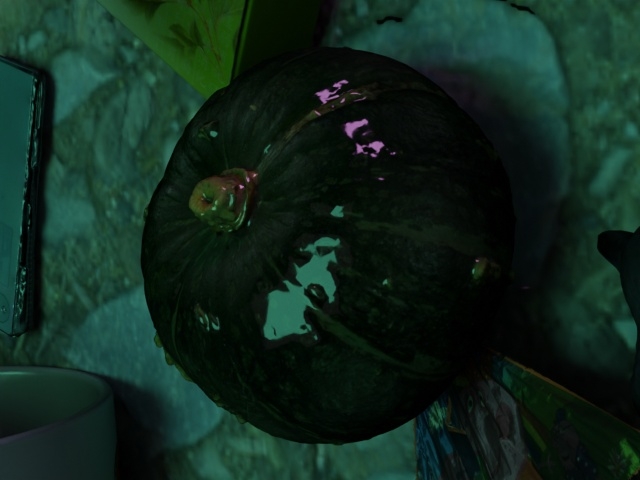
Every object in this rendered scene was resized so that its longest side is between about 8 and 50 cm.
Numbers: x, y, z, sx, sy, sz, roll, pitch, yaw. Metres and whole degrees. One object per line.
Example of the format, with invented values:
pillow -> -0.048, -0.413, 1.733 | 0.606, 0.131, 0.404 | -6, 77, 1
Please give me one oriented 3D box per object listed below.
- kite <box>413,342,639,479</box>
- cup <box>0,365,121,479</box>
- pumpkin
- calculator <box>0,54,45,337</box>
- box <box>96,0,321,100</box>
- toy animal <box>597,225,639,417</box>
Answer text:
kite -> 0.081, 0.120, 0.907 | 0.321, 0.016, 0.234 | 111, 148, -51
cup -> -0.210, 0.250, 1.143 | 0.212, 0.212, 0.317 | 5, 104, 46
pumpkin -> 0.001, 0.001, 0.895 | 0.190, 0.146, 0.190 | -48, 29, 39
calculator -> -0.190, -0.026, 1.195 | 0.057, 0.018, 0.172 | 22, 115, 40
box -> -0.098, -0.208, 0.975 | 0.260, 0.062, 0.175 | 43, 142, 24
toy animal -> 0.157, 0.081, 0.782 | 0.210, 0.117, 0.121 | 56, 140, 19
